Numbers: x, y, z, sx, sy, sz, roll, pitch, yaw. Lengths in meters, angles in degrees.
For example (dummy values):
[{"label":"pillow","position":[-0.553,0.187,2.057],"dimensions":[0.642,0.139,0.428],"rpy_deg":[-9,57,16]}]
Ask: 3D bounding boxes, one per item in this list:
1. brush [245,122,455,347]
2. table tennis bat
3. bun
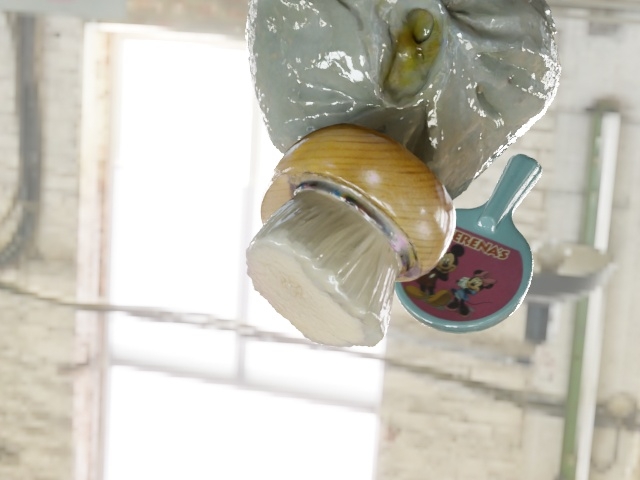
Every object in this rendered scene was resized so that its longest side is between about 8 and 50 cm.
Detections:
[{"label":"brush","position":[0.000,0.000,1.564],"dimensions":[0.166,0.174,0.266],"rpy_deg":[-52,-158,-20]},{"label":"table tennis bat","position":[0.177,0.000,1.771],"dimensions":[0.153,0.040,0.244],"rpy_deg":[25,-116,20]},{"label":"bun","position":[0.077,-0.209,1.674],"dimensions":[0.354,0.354,0.194],"rpy_deg":[4,-178,4]}]
